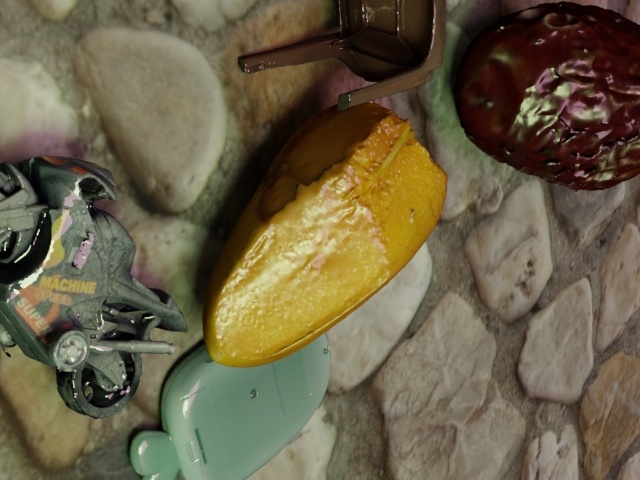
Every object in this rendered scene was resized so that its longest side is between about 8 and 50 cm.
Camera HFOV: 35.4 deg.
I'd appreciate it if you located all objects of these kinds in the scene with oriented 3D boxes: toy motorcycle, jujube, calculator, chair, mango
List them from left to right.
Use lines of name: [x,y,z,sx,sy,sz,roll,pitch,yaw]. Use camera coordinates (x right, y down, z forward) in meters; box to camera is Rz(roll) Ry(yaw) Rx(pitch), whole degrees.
toy motorcycle: [-0.233,0.029,0.943,0.173,0.108,0.307,-52,135,-30]
calculator: [-0.094,0.192,1.173,0.299,0.041,0.185,-31,122,-38]
mango: [0.000,0.000,1.095,0.350,0.201,0.199,-52,158,-14]
chair: [0.080,-0.259,1.126,0.327,0.183,0.175,-20,115,-40]
jujube: [0.351,-0.198,1.391,0.377,0.258,0.258,1,100,-51]
